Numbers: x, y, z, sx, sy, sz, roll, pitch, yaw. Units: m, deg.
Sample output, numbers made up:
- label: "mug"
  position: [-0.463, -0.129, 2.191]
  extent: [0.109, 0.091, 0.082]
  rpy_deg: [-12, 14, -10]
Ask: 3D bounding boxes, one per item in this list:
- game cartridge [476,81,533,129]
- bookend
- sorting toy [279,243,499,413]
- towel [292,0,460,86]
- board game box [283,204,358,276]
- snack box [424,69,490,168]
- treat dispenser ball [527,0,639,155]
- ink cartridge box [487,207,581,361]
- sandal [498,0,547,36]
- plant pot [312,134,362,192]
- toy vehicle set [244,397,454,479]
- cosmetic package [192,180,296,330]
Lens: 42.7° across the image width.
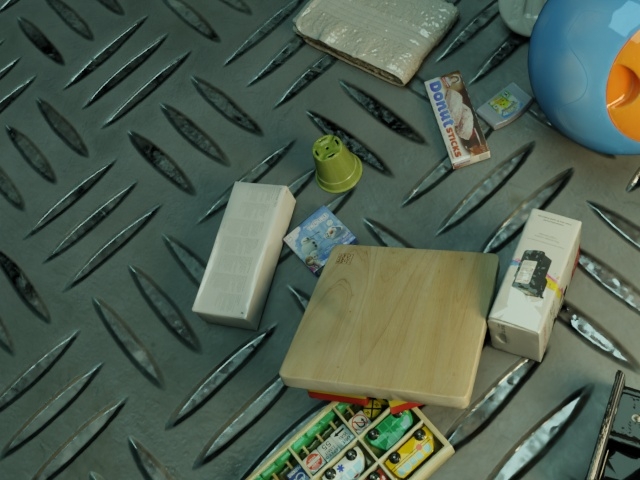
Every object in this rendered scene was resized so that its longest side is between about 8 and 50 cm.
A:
- label: "game cartridge"
  position: [0.308, -0.222, 1.359]
  extent: [0.083, 0.017, 0.056]
  rpy_deg: [-38, 62, -4]
- label: "bookend"
  position: [0.429, 0.267, 1.025]
  extent: [0.157, 0.072, 0.156]
  rpy_deg: [16, 69, 24]
- label: "sorting toy"
  position: [0.109, 0.131, 1.159]
  extent: [0.255, 0.089, 0.257]
  rpy_deg: [3, 44, 22]
- label: "towel"
  position: [0.095, -0.406, 1.507]
  extent: [0.282, 0.049, 0.187]
  rpy_deg: [31, 77, 29]
- label: "board game box"
  position: [0.000, 0.000, 1.338]
  extent: [0.090, 0.020, 0.090]
  rpy_deg: [-41, 57, -6]
- label: "snack box"
  position: [0.228, -0.204, 1.370]
  extent: [0.064, 0.022, 0.178]
  rpy_deg: [-18, 59, 10]
- label: "treat dispenser ball"
  position: [0.446, -0.267, 1.177]
  extent: [0.288, 0.288, 0.288]
  rpy_deg: [-8, 61, 14]
- label: "ink cartridge box"
  position: [0.301, 0.065, 1.142]
  extent: [0.072, 0.127, 0.175]
  rpy_deg: [18, 71, 23]
- label: "sandal"
  position: [0.507, -0.438, 1.353]
  extent: [0.416, 0.169, 0.102]
  rpy_deg: [-2, 23, 18]
- label: "plant pot"
  position: [0.021, -0.135, 1.368]
  extent: [0.083, 0.079, 0.083]
  rpy_deg: [-8, 60, 14]
- label: "toy vehicle set"
  position: [0.035, 0.320, 1.146]
  extent: [0.267, 0.035, 0.166]
  rpy_deg: [-41, 58, -6]
- label: "cosmetic package"
  position: [-0.121, 0.023, 1.341]
  extent: [0.099, 0.060, 0.239]
  rpy_deg: [6, 65, 23]
